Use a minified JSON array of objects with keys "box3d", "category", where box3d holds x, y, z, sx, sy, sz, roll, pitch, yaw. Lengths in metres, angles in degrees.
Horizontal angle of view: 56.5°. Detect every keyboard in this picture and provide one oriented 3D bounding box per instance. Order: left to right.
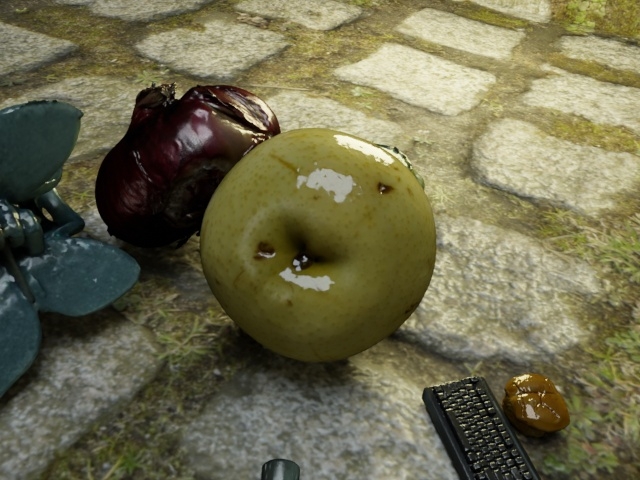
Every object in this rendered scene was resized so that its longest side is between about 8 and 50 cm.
[{"box3d":[0.202,0.257,0.695,0.094,0.025,0.230,-9,41,-13],"category":"keyboard"}]

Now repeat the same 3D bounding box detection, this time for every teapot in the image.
[{"box3d":[-0.046,0.288,0.621,0.043,0.043,0.110,5,43,0],"category":"teapot"}]

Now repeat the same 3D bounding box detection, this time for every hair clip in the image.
[{"box3d":[-0.448,-0.009,0.761,0.318,0.392,0.238,-32,25,-35],"category":"hair clip"}]

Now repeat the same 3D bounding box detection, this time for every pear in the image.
[{"box3d":[0.000,0.000,0.784,0.309,0.309,0.309,3,39,-2],"category":"pear"}]

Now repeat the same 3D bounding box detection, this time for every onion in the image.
[{"box3d":[-0.213,-0.124,0.914,0.232,0.314,0.314,50,43,-12],"category":"onion"}]

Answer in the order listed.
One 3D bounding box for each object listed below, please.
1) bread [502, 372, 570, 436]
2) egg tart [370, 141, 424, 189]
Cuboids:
[{"box3d":[0.268,0.206,0.747,0.081,0.046,0.083,17,40,10],"category":"bread"},{"box3d":[0.106,-0.117,1.099,0.197,0.078,0.197,4,41,-3],"category":"egg tart"}]
